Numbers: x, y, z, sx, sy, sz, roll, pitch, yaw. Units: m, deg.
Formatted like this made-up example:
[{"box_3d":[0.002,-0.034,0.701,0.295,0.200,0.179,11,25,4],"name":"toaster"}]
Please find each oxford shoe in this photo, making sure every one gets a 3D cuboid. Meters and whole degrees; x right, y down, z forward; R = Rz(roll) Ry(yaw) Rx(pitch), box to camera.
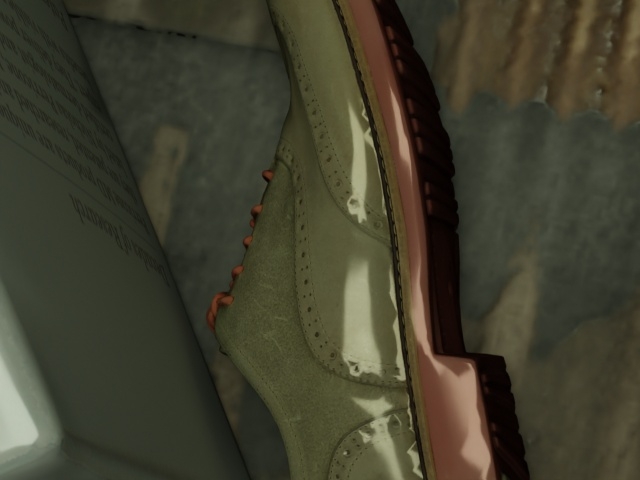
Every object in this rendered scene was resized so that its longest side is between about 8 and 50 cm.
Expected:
[{"box_3d":[0.000,0.000,0.892,0.130,0.123,0.348,-15,76,13],"name":"oxford shoe"}]

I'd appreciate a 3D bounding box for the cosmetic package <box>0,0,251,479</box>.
[{"box_3d":[-0.271,-0.005,0.834,0.329,0.327,0.393,-24,75,5],"name":"cosmetic package"}]
